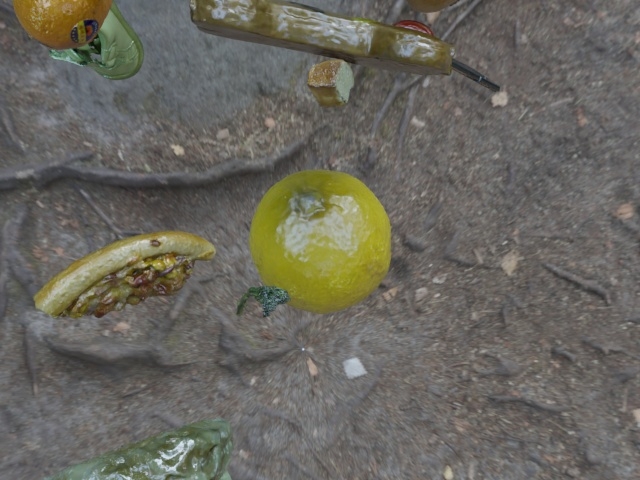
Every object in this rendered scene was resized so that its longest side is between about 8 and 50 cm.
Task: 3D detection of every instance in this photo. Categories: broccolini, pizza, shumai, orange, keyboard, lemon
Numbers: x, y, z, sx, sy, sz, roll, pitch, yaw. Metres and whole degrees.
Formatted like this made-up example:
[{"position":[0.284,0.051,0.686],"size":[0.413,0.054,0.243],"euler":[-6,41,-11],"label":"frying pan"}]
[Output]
[{"position":[-0.112,0.101,1.376],"size":[0.054,0.194,0.052],"euler":[-37,99,-25],"label":"broccolini"},{"position":[-0.246,0.045,1.053],"size":[0.246,0.127,0.058],"euler":[-11,57,-39],"label":"pizza"},{"position":[-0.198,0.342,0.941],"size":[0.261,0.225,0.221],"euler":[-10,76,-22],"label":"shumai"},{"position":[-0.422,-0.401,1.320],"size":[0.155,0.177,0.177],"euler":[27,82,-10],"label":"orange"},{"position":[0.268,-0.345,1.584],"size":[0.106,0.262,0.016],"euler":[43,111,32],"label":"keyboard"},{"position":[0.000,0.001,1.506],"size":[0.293,0.293,0.292],"euler":[0,82,-1],"label":"lemon"}]

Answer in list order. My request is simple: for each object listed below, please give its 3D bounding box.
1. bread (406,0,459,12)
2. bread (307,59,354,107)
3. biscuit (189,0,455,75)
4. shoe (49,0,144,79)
[{"position":[0.198,-0.536,1.523],"size":[0.163,0.262,0.204],"euler":[-37,80,-14],"label":"bread"},{"position":[0.021,-0.315,1.606],"size":[0.070,0.083,0.076],"euler":[5,66,24],"label":"bread"},{"position":[0.004,-0.326,1.242],"size":[0.394,0.368,0.076],"euler":[9,101,-7],"label":"biscuit"},{"position":[-0.447,-0.393,1.560],"size":[0.140,0.262,0.128],"euler":[15,63,13],"label":"shoe"}]
